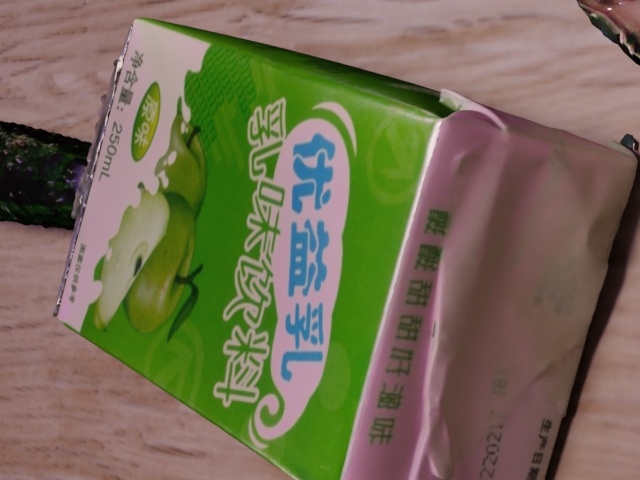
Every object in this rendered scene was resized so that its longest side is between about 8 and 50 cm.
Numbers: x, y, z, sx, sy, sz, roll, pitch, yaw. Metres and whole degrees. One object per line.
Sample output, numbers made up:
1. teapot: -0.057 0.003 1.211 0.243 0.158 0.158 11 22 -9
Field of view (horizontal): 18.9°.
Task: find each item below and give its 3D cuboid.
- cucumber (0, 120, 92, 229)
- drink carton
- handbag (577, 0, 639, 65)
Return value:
1. cucumber: -0.189 -0.042 1.161 0.293 0.067 0.067 14 91 56
2. drink carton: 0.000 0.000 0.829 0.271 0.108 0.161 25 103 55
3. handbag: 0.173 -0.075 0.526 0.179 0.205 0.116 39 115 19
